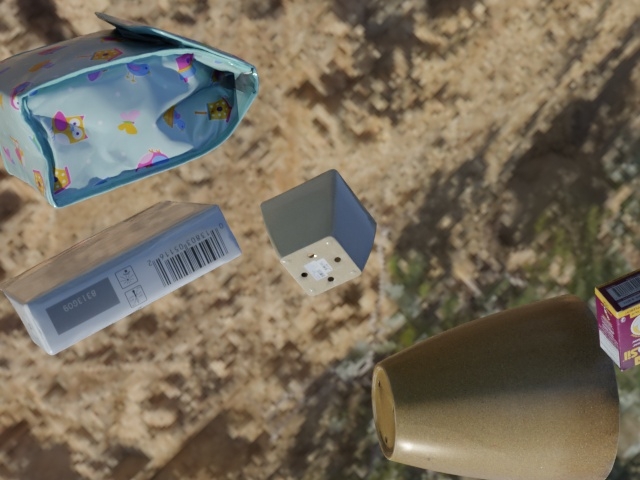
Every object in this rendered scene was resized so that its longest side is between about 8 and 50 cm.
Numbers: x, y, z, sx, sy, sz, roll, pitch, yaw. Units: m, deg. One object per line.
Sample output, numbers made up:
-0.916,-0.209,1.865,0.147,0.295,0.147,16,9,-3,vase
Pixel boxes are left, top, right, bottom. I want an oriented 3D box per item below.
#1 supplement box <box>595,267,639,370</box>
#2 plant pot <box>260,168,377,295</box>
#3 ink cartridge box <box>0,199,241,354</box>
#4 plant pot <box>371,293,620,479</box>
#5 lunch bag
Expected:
0.298,0.076,1.118,0.055,0.043,0.083,-23,131,-7,supplement box
0.000,0.000,1.400,0.109,0.109,0.096,-25,-142,18,plant pot
-0.323,0.046,1.789,0.308,0.091,0.385,-29,-169,-18,ink cartridge box
0.199,0.193,1.429,0.254,0.237,0.237,-4,162,-11,plant pot
-0.218,-0.159,1.275,0.262,0.160,0.223,-25,-156,-20,lunch bag
